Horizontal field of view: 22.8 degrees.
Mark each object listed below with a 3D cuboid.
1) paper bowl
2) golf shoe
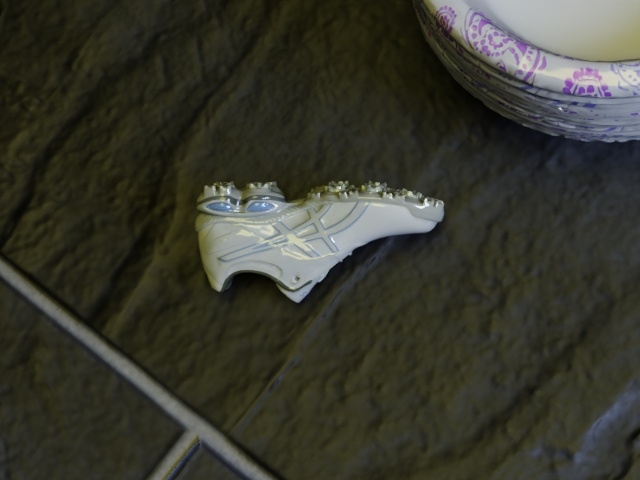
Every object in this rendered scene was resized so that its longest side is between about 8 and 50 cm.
[{"bbox_3d":[0.200,-0.201,1.088,0.284,0.148,0.284,-3,69,8],"label":"paper bowl"},{"bbox_3d":[0.000,0.000,1.110,0.176,0.069,0.086,-1,93,10],"label":"golf shoe"}]
